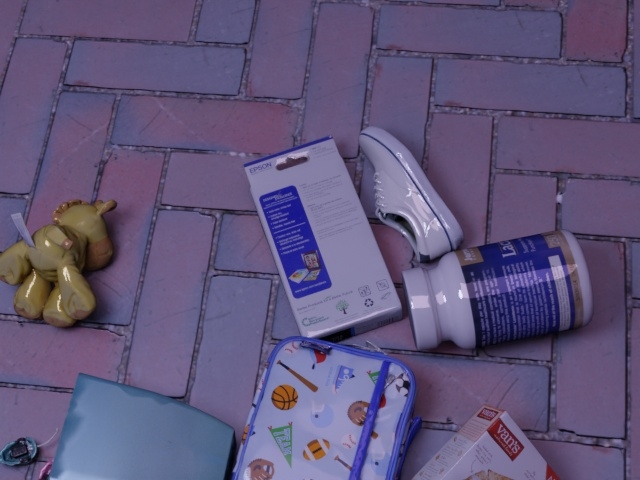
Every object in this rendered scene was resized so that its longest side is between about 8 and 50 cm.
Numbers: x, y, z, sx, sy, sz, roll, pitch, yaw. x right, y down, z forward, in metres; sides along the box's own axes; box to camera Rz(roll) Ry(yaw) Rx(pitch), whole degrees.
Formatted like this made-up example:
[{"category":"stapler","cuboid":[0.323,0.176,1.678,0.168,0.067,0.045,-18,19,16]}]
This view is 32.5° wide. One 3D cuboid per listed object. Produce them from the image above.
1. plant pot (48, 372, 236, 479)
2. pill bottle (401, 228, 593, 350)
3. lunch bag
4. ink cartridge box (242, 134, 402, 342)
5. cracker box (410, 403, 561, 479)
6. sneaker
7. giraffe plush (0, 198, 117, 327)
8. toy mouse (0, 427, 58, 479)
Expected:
[{"category":"plant pot","cuboid":[-0.246,0.314,1.593,0.234,0.165,0.165,11,66,2]},{"category":"pill bottle","cuboid":[0.262,0.081,1.654,0.265,0.153,0.153,-12,64,-1]},{"category":"lunch bag","cuboid":[0.015,0.289,1.602,0.243,0.115,0.303,14,68,10]},{"category":"ink cartridge box","cuboid":[0.000,0.000,1.768,0.165,0.065,0.332,-18,65,-3]},{"category":"cracker box","cuboid":[0.210,0.364,1.528,0.232,0.067,0.155,-44,106,-15]},{"category":"sneaker","cuboid":[0.125,-0.077,1.775,0.091,0.094,0.258,-30,66,-14]},{"category":"giraffe plush","cuboid":[-0.404,0.012,1.761,0.181,0.210,0.170,9,32,22]},{"category":"toy mouse","cuboid":[-0.433,0.348,1.660,0.161,0.031,0.143,23,69,15]}]
